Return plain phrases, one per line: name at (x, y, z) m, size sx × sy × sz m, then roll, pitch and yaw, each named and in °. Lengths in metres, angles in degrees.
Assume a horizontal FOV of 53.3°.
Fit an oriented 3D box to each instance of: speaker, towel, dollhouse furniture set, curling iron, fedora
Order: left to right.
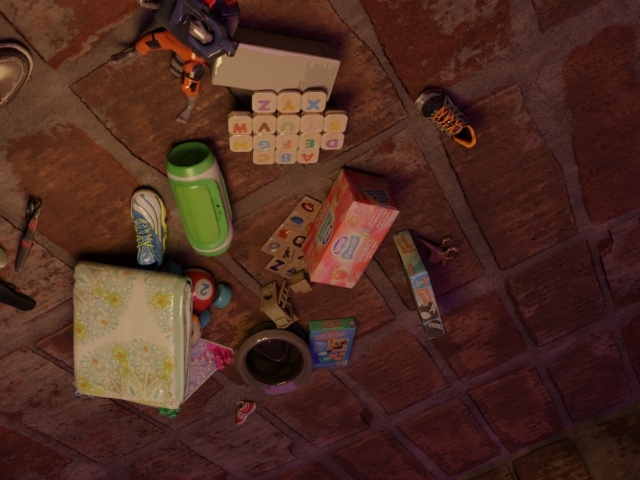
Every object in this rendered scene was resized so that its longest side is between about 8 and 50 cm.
curling iron at (-0.752, -0.006, 1.642) m, size 0.035 × 0.068 × 0.274 m, roll 10°, pitch 134°, yaw -26°
towel at (-0.504, 0.254, 1.702) m, size 0.320 × 0.090 × 0.375 m, roll 7°, pitch 103°, yaw 7°
speaker at (-0.303, -0.100, 1.627) m, size 0.131 × 0.131 × 0.297 m, roll -11°, pitch 134°, yaw -5°
fedora at (-0.156, 0.370, 2.105) m, size 0.243 × 0.124 × 0.275 m, roll -27°, pitch 125°, yaw 7°
dollhouse furniture set at (-0.074, 0.205, 1.978) m, size 0.160 × 0.101 × 0.182 m, roll -23°, pitch 135°, yaw 15°

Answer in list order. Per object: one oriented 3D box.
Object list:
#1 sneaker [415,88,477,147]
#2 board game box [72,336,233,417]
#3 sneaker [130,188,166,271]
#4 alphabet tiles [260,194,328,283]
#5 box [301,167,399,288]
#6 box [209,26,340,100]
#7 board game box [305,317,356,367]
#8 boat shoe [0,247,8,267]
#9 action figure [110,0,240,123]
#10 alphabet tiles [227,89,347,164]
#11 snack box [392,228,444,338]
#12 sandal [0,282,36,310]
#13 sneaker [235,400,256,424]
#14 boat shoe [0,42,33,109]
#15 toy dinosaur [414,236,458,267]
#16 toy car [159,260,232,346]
sneaker at (0.330, -0.312, 1.634) m, size 0.214 × 0.083 × 0.084 m, roll 25°, pitch 123°, yaw -31°
board game box at (-0.550, 0.433, 2.108) m, size 0.389 × 0.050 × 0.390 m, roll 26°, pitch 120°, yaw -33°
sneaker at (-0.443, -0.014, 1.667) m, size 0.091 × 0.126 × 0.240 m, roll -7°, pitch 134°, yaw -9°
alphabet tiles at (0.000, 0.000, 1.884) m, size 0.285 × 0.011 × 0.342 m, roll 24°, pitch 122°, yaw -32°
box at (0.076, -0.028, 1.764) m, size 0.142 × 0.154 × 0.300 m, roll 10°, pitch 129°, yaw -24°
box at (-0.103, -0.396, 1.427) m, size 0.274 × 0.094 × 0.113 m, roll 6°, pitch 130°, yaw -20°
board game box at (0.029, 0.356, 2.198) m, size 0.160 × 0.047 × 0.210 m, roll -2°, pitch 133°, yaw -13°
boat shoe at (-0.908, 0.022, 1.612) m, size 0.219 × 0.078 × 0.070 m, roll 29°, pitch 119°, yaw -25°
action figure at (-0.290, -0.455, 1.286) m, size 0.341 × 0.178 × 0.330 m, roll 50°, pitch 125°, yaw 2°
alphabet tiles at (-0.079, -0.263, 1.538) m, size 0.283 × 0.021 × 0.278 m, roll -3°, pitch 153°, yaw -8°
snack box at (0.305, 0.139, 1.975) m, size 0.060 × 0.187 × 0.322 m, roll -20°, pitch 134°, yaw 4°
sandal at (-0.865, 0.147, 1.768) m, size 0.067 × 0.040 × 0.179 m, roll -20°, pitch 149°, yaw 11°
sneaker at (-0.298, 0.638, 2.374) m, size 0.067 × 0.042 × 0.118 m, roll 25°, pitch 114°, yaw -37°
boat shoe at (-0.741, -0.293, 1.344) m, size 0.324 × 0.097 × 0.117 m, roll -29°, pitch 133°, yaw 12°
toy dinosaur at (0.375, 0.035, 1.990) m, size 0.092 × 0.053 × 0.183 m, roll -33°, pitch 132°, yaw 18°
toy car at (-0.383, 0.220, 1.824) m, size 0.219 × 0.238 × 0.210 m, roll 29°, pitch 119°, yaw -35°
